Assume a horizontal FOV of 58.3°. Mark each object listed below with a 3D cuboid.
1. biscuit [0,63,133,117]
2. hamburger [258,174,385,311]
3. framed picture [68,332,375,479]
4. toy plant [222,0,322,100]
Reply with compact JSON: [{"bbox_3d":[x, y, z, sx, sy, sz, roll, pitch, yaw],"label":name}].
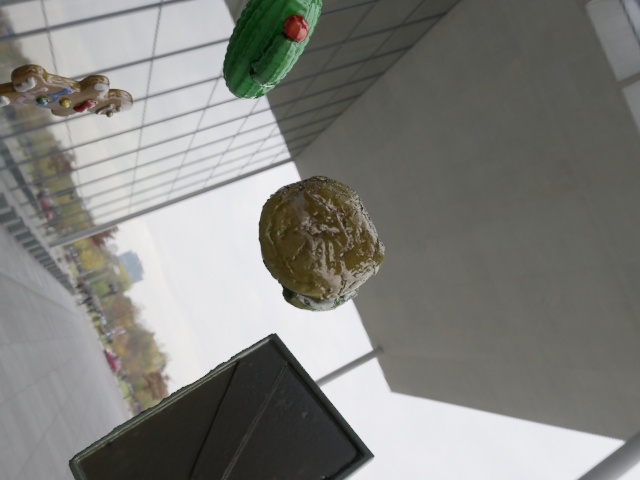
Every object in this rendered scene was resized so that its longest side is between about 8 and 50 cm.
[{"bbox_3d":[-0.374,-0.215,0.869,0.138,0.205,0.031,-16,-96,34],"label":"biscuit"},{"bbox_3d":[0.002,0.000,1.248,0.285,0.265,0.134,58,-36,8],"label":"hamburger"},{"bbox_3d":[-0.103,0.232,0.608,0.192,0.265,0.018,48,-26,28],"label":"framed picture"},{"bbox_3d":[-0.050,-0.260,0.703,0.240,0.088,0.155,-13,-120,59],"label":"toy plant"}]
